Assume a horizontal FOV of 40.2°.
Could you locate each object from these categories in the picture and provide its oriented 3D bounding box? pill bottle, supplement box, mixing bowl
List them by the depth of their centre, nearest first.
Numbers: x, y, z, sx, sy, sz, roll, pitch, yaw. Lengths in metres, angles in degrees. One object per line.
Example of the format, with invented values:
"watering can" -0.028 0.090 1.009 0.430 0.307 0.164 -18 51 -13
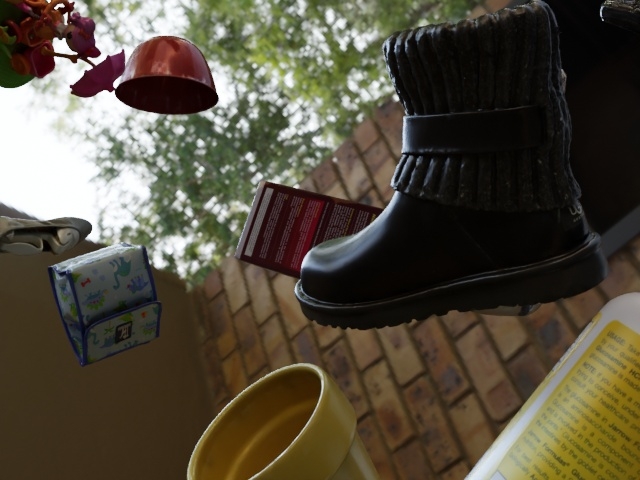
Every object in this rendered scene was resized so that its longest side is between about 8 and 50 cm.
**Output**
"pill bottle" 0.265 0.167 0.713 0.188 0.334 0.188 37 -176 -3
"supplement box" 0.000 0.000 1.280 0.239 0.130 0.073 16 176 36
"mixing bowl" -0.268 -0.297 1.533 0.181 0.181 0.098 15 -110 -53

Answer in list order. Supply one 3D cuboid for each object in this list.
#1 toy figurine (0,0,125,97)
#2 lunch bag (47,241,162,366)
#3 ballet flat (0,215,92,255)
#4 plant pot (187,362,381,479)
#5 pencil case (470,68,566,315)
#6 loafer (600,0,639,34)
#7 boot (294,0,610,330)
"toy figurine" -0.308 -0.241 1.048 0.159 0.173 0.130 21 -135 18
"lunch bag" -0.306 0.093 1.266 0.129 0.096 0.151 -20 -72 -35
"ballet flat" -0.471 0.000 1.479 0.213 0.072 0.068 1 -142 -49
"plant pot" -0.026 0.352 1.292 0.239 0.254 0.254 52 -161 -20
"pencil case" 0.262 -0.077 1.294 0.160 0.410 0.183 -6 -150 -6
"loafer" 0.527 -0.308 1.315 0.223 0.078 0.076 23 -139 20
"boot" 0.089 -0.065 0.836 0.131 0.348 0.260 -35 -71 -52
